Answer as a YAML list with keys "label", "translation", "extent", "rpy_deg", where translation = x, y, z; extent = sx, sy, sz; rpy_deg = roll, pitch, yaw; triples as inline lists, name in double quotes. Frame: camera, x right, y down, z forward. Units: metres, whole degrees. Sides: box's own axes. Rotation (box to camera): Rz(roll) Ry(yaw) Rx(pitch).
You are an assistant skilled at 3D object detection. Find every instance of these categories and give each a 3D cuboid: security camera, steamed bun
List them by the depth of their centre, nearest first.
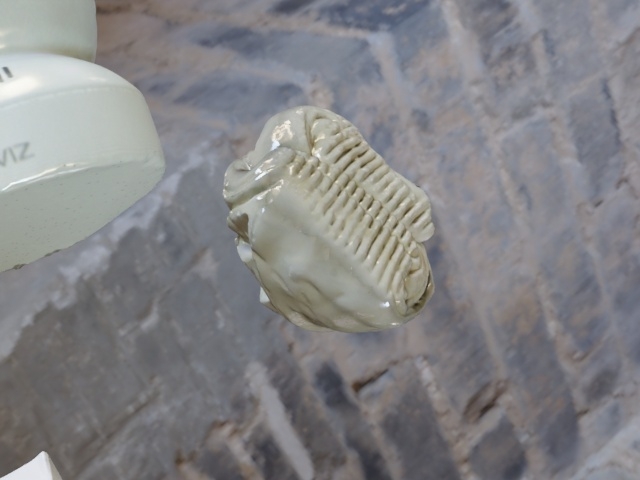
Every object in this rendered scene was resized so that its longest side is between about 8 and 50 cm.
- label: "security camera"
  translation: [-0.218, -0.108, 0.638]
  extent: [0.236, 0.195, 0.194]
  rpy_deg: [64, 160, 6]
- label: "steamed bun"
  translation: [0.001, -0.001, 1.014]
  extent: [0.218, 0.211, 0.144]
  rpy_deg: [40, 125, -4]

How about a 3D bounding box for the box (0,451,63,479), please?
- label: "box"
  translation: [-0.121, 0.131, 0.282]
  extent: [0.084, 0.154, 0.040]
  rpy_deg: [65, 169, -19]
